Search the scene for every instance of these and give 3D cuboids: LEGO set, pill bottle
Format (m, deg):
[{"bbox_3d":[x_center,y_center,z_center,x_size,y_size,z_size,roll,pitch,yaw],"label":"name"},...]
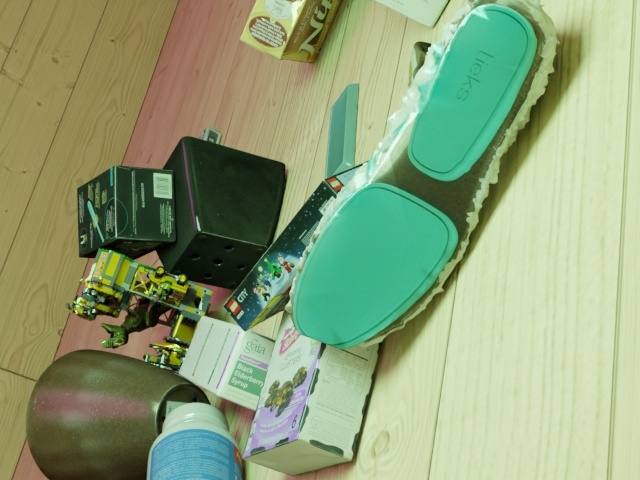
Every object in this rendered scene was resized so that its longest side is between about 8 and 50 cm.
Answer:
[{"bbox_3d":[-0.300,0.157,1.795,0.331,0.255,0.192,-24,45,69],"label":"LEGO set"},{"bbox_3d":[-0.159,0.308,1.389,0.124,0.124,0.221,-58,20,24],"label":"pill bottle"}]

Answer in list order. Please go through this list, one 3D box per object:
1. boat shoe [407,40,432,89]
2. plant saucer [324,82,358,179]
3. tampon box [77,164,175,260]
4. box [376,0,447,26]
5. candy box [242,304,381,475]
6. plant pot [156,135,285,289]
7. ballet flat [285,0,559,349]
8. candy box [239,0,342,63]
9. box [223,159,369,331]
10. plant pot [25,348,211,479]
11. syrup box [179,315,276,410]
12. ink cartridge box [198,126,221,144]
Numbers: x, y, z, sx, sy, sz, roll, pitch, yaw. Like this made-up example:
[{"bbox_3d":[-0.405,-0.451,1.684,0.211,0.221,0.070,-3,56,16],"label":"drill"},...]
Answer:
[{"bbox_3d":[0.131,-0.169,1.272,0.190,0.068,0.072,-81,9,-64],"label":"boat shoe"},{"bbox_3d":[0.030,-0.152,1.599,0.067,0.018,0.192,-51,24,40],"label":"plant saucer"},{"bbox_3d":[-0.313,-0.042,1.753,0.161,0.101,0.120,-19,71,55],"label":"tampon box"},{"bbox_3d":[0.088,-0.396,1.465,0.119,0.182,0.181,-60,18,21],"label":"box"},{"bbox_3d":[-0.005,0.152,1.225,0.165,0.070,0.196,-36,34,59],"label":"candy box"},{"bbox_3d":[-0.170,-0.029,1.781,0.187,0.188,0.167,-50,38,42],"label":"plant pot"},{"bbox_3d":[0.116,-0.062,1.112,0.409,0.147,0.147,-57,20,18],"label":"ballet flat"},{"bbox_3d":[-0.007,-0.457,1.831,0.316,0.087,0.183,-63,-14,15],"label":"candy box"},{"bbox_3d":[0.000,0.000,1.290,0.159,0.044,0.233,-27,-19,-52],"label":"box"},{"bbox_3d":[-0.273,0.263,1.597,0.230,0.215,0.215,-7,58,42],"label":"plant pot"},{"bbox_3d":[-0.109,0.167,1.470,0.096,0.093,0.237,-68,18,-6],"label":"syrup box"},{"bbox_3d":[-0.295,-0.117,2.447,0.206,0.045,0.208,-46,28,46],"label":"ink cartridge box"}]
